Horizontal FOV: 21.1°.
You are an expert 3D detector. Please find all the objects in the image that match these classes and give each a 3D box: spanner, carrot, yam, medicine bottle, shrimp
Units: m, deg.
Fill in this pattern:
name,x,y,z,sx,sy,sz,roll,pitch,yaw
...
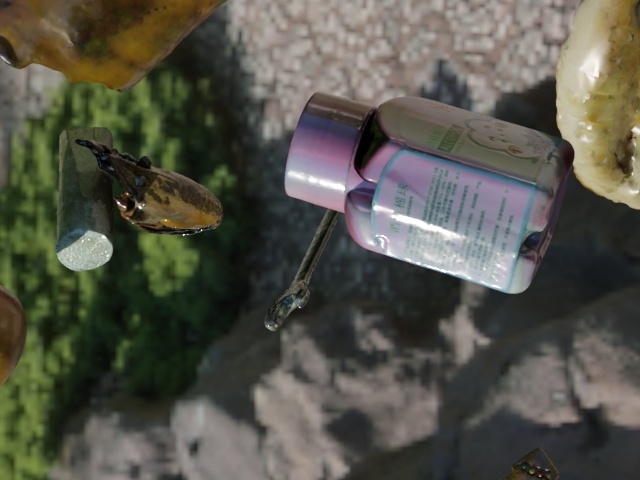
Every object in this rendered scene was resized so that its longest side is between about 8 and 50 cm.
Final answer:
name,x,y,z,sx,sy,sz,roll,pitch,yaw
spanner,0.000,0.000,1.567,0.054,0.015,0.254,-34,18,34
carrot,-0.202,-0.314,1.788,0.341,0.241,0.241,-44,32,3
yam,-0.264,-0.053,1.939,0.068,0.068,0.169,121,151,-51
medicine bottle,0.075,-0.042,1.216,0.119,0.188,0.094,-51,-24,-63
shrimp,-0.212,-0.045,1.974,0.117,0.262,0.066,-26,58,27

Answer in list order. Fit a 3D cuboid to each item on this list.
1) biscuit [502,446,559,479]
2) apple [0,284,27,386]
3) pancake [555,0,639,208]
name,x,y,z,sx,sy,sz,roll,pitch,yaw
biscuit,0.208,0.248,1.681,0.082,0.016,0.092,10,81,24
apple,-0.400,0.101,1.800,0.155,0.182,0.182,-63,23,-4
pancake,0.389,-0.163,1.556,0.082,0.387,0.387,-105,26,-50
